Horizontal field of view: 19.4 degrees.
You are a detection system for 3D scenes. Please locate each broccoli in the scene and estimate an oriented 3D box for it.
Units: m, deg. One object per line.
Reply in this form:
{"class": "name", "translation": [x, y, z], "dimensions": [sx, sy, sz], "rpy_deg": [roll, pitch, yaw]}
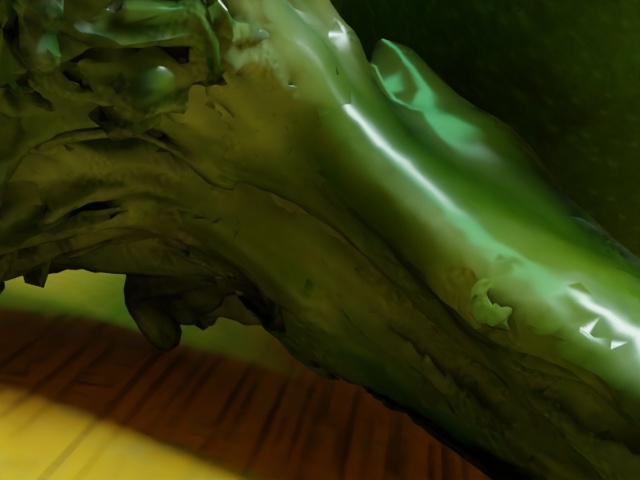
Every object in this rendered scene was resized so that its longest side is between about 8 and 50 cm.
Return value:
{"class": "broccoli", "translation": [-0.009, 0.004, 0.467], "dimensions": [0.275, 0.177, 0.198], "rpy_deg": [45, -29, 2]}

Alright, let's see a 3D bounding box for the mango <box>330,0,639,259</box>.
{"class": "mango", "translation": [0.119, -0.094, 0.541], "dimensions": [0.225, 0.201, 0.382], "rpy_deg": [16, -26, -10]}
